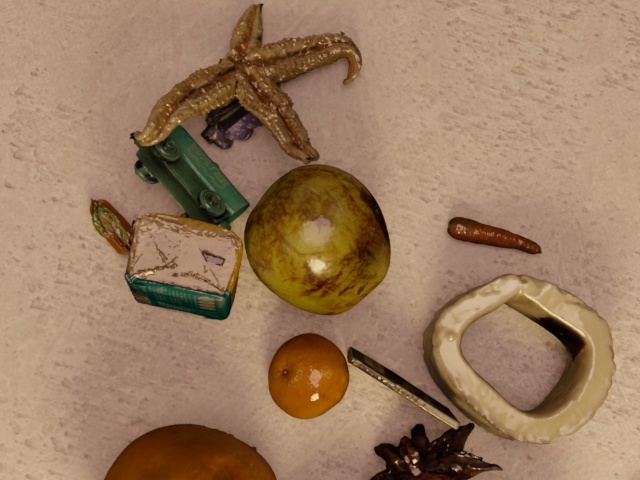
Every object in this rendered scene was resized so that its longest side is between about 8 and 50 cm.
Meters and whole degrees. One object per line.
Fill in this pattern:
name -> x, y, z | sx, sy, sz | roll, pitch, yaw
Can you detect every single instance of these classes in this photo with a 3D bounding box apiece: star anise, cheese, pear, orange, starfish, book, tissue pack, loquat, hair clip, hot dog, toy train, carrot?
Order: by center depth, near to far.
loquat -> -0.224, 0.470, 1.744 | 0.329, 0.328, 0.328 | 1, 82, -5
tissue pack -> -0.240, 0.050, 1.826 | 0.192, 0.271, 0.134 | 11, 78, -5
star anise -> 0.185, 0.409, 1.835 | 0.272, 0.272, 0.102 | -36, 126, -9
pear -> 0.000, 0.000, 1.852 | 0.284, 0.283, 0.283 | 1, 82, -5
book -> 0.148, 0.270, 1.882 | 0.228, 0.160, 0.024 | 33, 90, 0
orange -> -0.018, 0.250, 1.883 | 0.136, 0.159, 0.158 | 20, 78, -42
cheese -> 0.365, 0.211, 1.914 | 0.332, 0.153, 0.292 | 36, 81, -1
starfish -> -0.111, -0.271, 1.922 | 0.324, 0.082, 0.432 | 27, 54, 6
toy train -> -0.239, -0.116, 1.922 | 0.248, 0.159, 0.101 | 49, 126, 3
hot dog -> -0.394, -0.027, 1.936 | 0.056, 0.041, 0.133 | -39, 87, -9
hair clip -> -0.157, -0.265, 1.988 | 0.195, 0.052, 0.124 | -43, 93, -14
carrot -> 0.340, -0.005, 1.998 | 0.191, 0.047, 0.047 | 15, 81, -7
